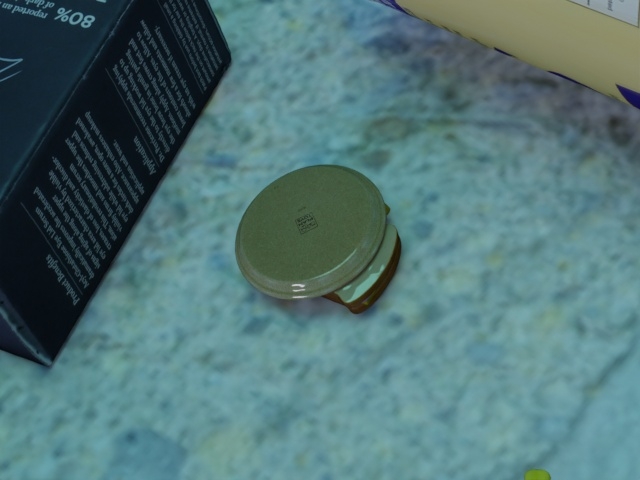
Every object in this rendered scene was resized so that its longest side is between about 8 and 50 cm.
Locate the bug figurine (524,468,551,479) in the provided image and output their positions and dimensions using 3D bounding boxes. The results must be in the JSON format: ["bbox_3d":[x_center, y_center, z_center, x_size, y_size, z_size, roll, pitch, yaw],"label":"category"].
[{"bbox_3d":[0.181,0.168,0.697,0.279,0.072,0.216,-9,56,10],"label":"bug figurine"}]

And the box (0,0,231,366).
[{"bbox_3d":[-0.166,-0.063,0.928,0.153,0.108,0.207,18,65,25],"label":"box"}]

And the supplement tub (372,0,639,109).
[{"bbox_3d":[0.172,-0.176,0.821,0.331,0.241,0.241,27,69,29],"label":"supplement tub"}]

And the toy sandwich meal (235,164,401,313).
[{"bbox_3d":[0.000,0.000,0.888,0.085,0.029,0.086,-11,54,15],"label":"toy sandwich meal"}]
